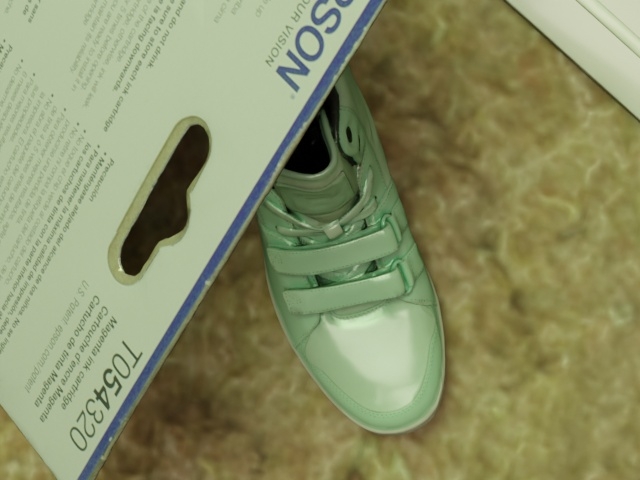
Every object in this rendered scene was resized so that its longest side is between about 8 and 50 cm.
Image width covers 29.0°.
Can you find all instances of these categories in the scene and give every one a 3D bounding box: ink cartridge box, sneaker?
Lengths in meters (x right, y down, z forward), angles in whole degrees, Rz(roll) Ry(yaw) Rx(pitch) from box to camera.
[{"bbox_3d":[-0.131,-0.100,0.610,0.330,0.071,0.324,46,121,20],"label":"ink cartridge box"},{"bbox_3d":[-0.001,0.000,0.662,0.094,0.151,0.256,-18,95,8],"label":"sneaker"}]

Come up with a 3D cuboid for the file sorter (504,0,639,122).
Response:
[{"bbox_3d":[0.244,-0.174,0.598,0.193,0.173,0.278,42,100,2],"label":"file sorter"}]
